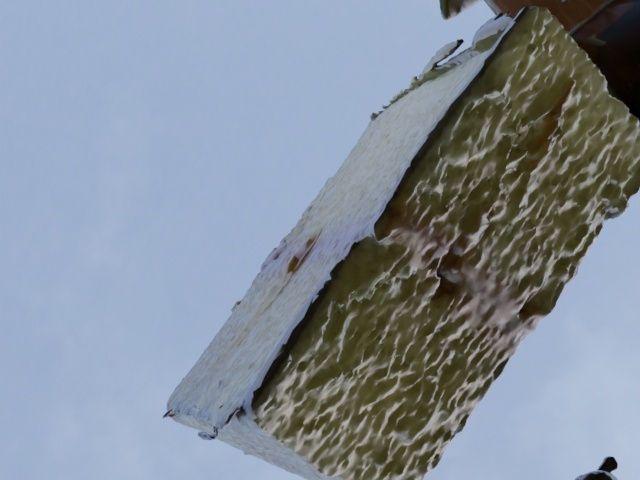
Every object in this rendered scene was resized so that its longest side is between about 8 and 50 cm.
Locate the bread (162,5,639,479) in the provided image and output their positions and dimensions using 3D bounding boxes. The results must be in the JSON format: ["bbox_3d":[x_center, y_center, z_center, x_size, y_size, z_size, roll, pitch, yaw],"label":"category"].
[{"bbox_3d":[0.000,0.000,1.308,0.242,0.405,0.346,33,-97,-40],"label":"bread"}]

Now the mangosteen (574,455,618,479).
[{"bbox_3d":[0.185,0.198,1.241,0.081,0.081,0.081,3,-105,-12],"label":"mangosteen"}]

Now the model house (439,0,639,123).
[{"bbox_3d":[0.256,-0.274,1.363,0.323,0.340,0.300,51,-138,1],"label":"model house"}]
